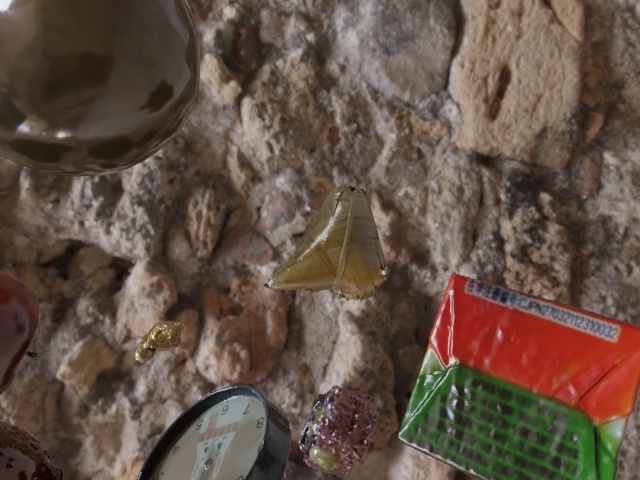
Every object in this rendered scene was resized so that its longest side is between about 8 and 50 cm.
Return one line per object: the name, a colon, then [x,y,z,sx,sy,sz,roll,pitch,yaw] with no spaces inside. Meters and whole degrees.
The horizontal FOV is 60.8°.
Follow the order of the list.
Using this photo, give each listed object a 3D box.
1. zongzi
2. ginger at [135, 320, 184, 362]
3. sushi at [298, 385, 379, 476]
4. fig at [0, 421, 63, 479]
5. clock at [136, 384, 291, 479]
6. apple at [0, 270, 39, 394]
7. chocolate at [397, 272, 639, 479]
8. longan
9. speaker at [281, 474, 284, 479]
zongzi: [0.000,0.000,0.877,0.099,0.197,0.195,115,153,-56]
ginger: [-0.399,0.242,1.402,0.205,0.081,0.115,-50,-15,-81]
sushi: [0.046,0.542,1.551,0.270,0.170,0.237,-59,6,49]
fig: [-0.533,0.405,0.902,0.205,0.205,0.205,-173,90,-81]
clock: [-0.241,0.483,1.175,0.076,0.386,0.386,54,-169,-25]
apple: [-0.571,0.150,0.871,0.234,0.233,0.234,-173,90,-81]
chocolate: [0.373,0.277,1.005,0.161,0.360,0.342,28,-100,-60]
longan: [-0.378,-0.273,0.853,0.404,0.404,0.337,122,142,-69]
speaker: [-0.138,0.742,1.406,0.259,0.198,0.330,58,147,37]
